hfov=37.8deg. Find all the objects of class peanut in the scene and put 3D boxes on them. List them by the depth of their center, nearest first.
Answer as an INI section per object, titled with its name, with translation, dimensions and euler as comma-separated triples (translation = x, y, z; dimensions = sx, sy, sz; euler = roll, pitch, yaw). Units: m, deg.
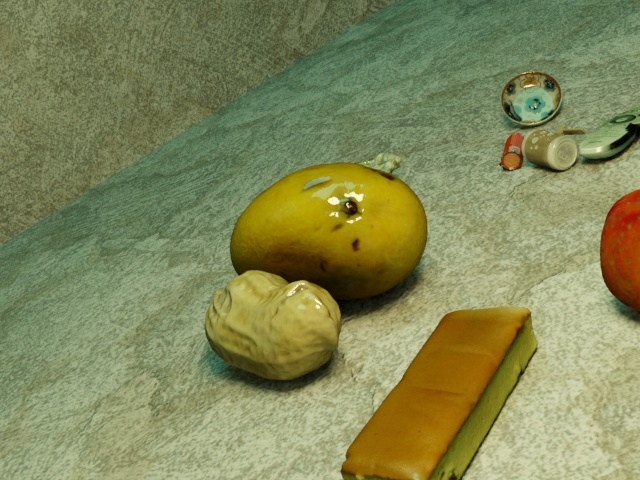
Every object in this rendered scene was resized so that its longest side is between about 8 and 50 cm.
[peanut]
translation = -0.076, 0.143, 1.558
dimensions = 0.340, 0.158, 0.174
euler = 13, 85, 51

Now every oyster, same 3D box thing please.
[oyster]
translation = 0.064, -0.108, 2.074
dimensions = 0.198, 0.112, 0.268
euler = -11, 22, 28

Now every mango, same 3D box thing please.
[mango]
translation = 0.000, 0.000, 1.693
dimensions = 0.445, 0.301, 0.220
euler = -22, 55, 56

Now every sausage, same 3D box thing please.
[sausage]
translation = 0.417, -0.198, 2.021
dimensions = 0.050, 0.048, 0.145
euler = -56, 3, 32

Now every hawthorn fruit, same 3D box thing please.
[hawthorn fruit]
translation = 0.476, 0.011, 1.294
dimensions = 0.189, 0.189, 0.189
euler = -20, 22, 8

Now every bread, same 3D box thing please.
[bread]
translation = 0.166, 0.216, 1.253
dimensions = 0.138, 0.077, 0.361
euler = -4, 28, 38

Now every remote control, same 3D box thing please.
[remote control]
translation = 0.605, -0.219, 1.883
dimensions = 0.256, 0.045, 0.097
euler = -34, 23, -34

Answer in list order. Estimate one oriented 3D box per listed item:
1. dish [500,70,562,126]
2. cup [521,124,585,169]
[dish]
translation = 0.495, -0.316, 2.187
dimensions = 0.141, 0.078, 0.141
euler = -6, 66, 14
[cup]
translation = 0.479, -0.186, 1.897
dimensions = 0.102, 0.074, 0.099
euler = -16, 21, -20
